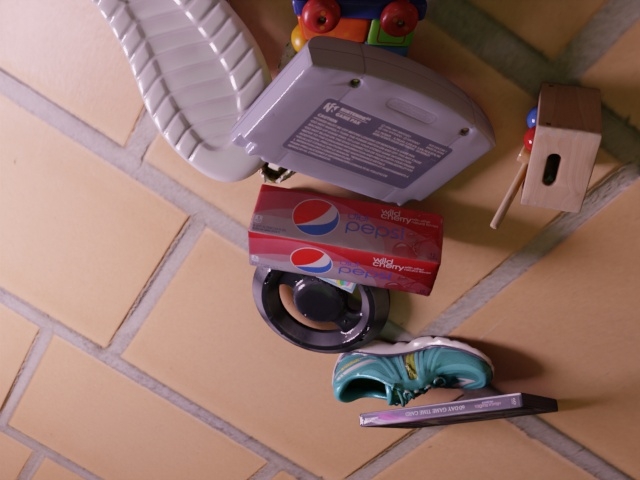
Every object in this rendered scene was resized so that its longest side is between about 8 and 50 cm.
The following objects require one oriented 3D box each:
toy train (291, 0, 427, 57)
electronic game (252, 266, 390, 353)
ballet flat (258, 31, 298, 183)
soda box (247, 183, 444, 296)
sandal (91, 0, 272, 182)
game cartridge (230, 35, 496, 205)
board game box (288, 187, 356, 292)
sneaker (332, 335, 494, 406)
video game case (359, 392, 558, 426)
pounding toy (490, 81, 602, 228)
[{"bbox_3d":[-0.013,-0.240,0.842,0.248,0.105,0.143,0,139,-9],"label":"toy train"},{"bbox_3d":[0.000,0.092,1.181,0.229,0.048,0.229,7,122,11],"label":"electronic game"},{"bbox_3d":[-0.032,-0.169,0.964,0.091,0.077,0.241,20,131,3],"label":"ballet flat"},{"bbox_3d":[0.035,0.000,1.013,0.263,0.092,0.083,9,143,3],"label":"soda box"},{"bbox_3d":[-0.178,-0.274,0.925,0.169,0.102,0.416,-26,103,18],"label":"sandal"},{"bbox_3d":[0.064,-0.138,0.887,0.294,0.060,0.196,16,146,-34],"label":"game cartridge"},{"bbox_3d":[0.000,0.000,1.092,0.154,0.026,0.103,25,103,-1],"label":"board game box"},{"bbox_3d":[0.150,0.231,1.202,0.275,0.110,0.107,-7,125,23],"label":"sneaker"},{"bbox_3d":[0.230,0.285,1.199,0.274,0.026,0.196,-14,159,29],"label":"video game case"},{"bbox_3d":[0.272,-0.097,0.878,0.100,0.130,0.141,10,130,12],"label":"pounding toy"}]
